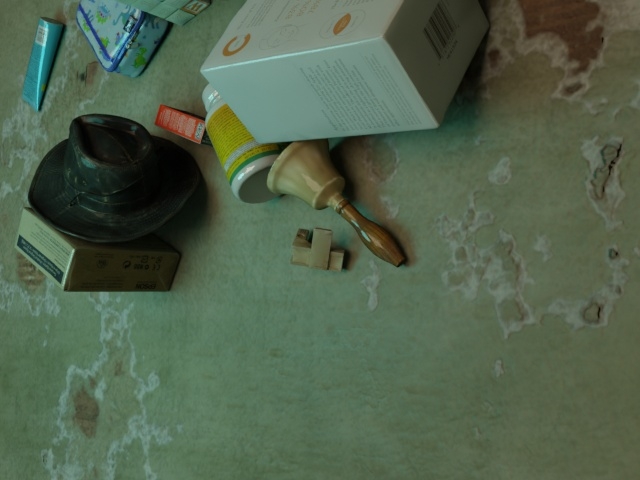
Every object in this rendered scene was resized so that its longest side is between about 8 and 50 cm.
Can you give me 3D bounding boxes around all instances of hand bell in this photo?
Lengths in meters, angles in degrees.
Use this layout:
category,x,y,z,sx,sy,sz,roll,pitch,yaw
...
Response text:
category,x,y,z,sx,sy,sz,roll,pitch,yaw
hand bell,0.040,-0.044,1.376,0.242,0.126,0.126,46,114,22

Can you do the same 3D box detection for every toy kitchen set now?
category,x,y,z,sx,sy,sz,roll,pitch,yaw
toy kitchen set,0.000,0.000,1.426,0.083,0.075,0.068,10,114,4

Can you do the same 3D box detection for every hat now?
category,x,y,z,sx,sy,sz,roll,pitch,yaw
hat,-0.388,-0.147,1.611,0.331,0.331,0.134,41,150,36

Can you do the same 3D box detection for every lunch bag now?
category,x,y,z,sx,sy,sz,roll,pitch,yaw
lunch bag,-0.407,-0.449,1.809,0.176,0.090,0.219,-50,55,28

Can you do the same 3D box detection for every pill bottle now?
category,x,y,z,sx,sy,sz,roll,pitch,yaw
pill bottle,-0.126,-0.177,1.511,0.117,0.117,0.208,-41,60,30

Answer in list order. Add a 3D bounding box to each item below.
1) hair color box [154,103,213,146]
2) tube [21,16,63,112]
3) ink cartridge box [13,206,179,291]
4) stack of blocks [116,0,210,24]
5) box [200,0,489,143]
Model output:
category,x,y,z,sx,sy,sz,roll,pitch,yaw
hair color box,-0.233,-0.208,1.637,0.141,0.072,0.043,26,101,39
tube,-0.640,-0.403,2.032,0.080,0.052,0.207,40,115,42
ink cartridge box,-0.415,0.019,1.656,0.193,0.234,0.088,30,107,40
stack of blocks,-0.350,-0.527,1.628,0.087,0.297,0.171,-24,68,36
box,0.033,-0.281,1.297,0.345,0.168,0.215,1,52,41
